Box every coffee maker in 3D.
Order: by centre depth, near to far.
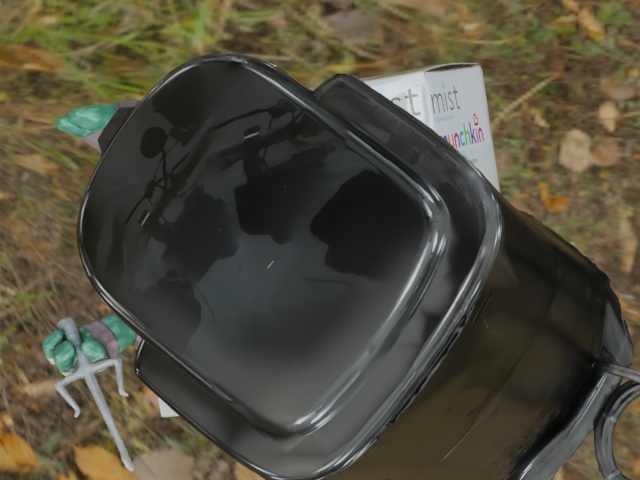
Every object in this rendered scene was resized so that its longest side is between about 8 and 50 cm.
[{"bbox_3d":[0.035,0.021,0.462,0.171,0.178,0.120,12,86,23],"label":"coffee maker"}]

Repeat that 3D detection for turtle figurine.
[{"bbox_3d":[-0.062,0.032,0.786,0.175,0.118,0.234,-15,89,10],"label":"turtle figurine"}]

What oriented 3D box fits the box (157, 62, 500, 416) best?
[{"bbox_3d":[0.000,0.000,1.089,0.262,0.127,0.231,-6,97,26],"label":"box"}]
